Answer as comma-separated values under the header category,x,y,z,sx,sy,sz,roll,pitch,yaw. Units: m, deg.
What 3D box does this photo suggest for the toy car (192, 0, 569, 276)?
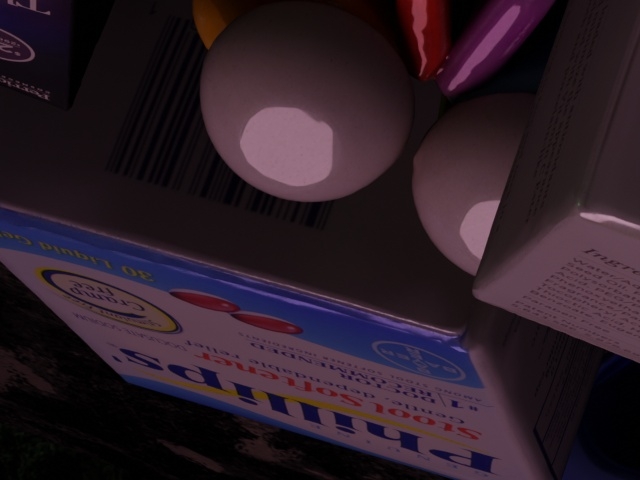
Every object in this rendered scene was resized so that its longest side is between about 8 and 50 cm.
category,x,y,z,sx,sy,sz,roll,pitch,yaw
toy car,0.051,-0.085,0.693,0.182,0.159,0.136,22,128,-6

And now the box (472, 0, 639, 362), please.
category,x,y,z,sx,sy,sz,roll,pitch,yaw
box,0.165,-0.043,0.568,0.182,0.181,0.119,22,165,-4

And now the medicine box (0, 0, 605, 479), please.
category,x,y,z,sx,sy,sz,roll,pitch,yaw
medicine box,0.000,0.000,0.977,0.264,0.149,0.289,15,163,19

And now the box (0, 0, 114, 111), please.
category,x,y,z,sx,sy,sz,roll,pitch,yaw
box,-0.203,-0.164,0.772,0.261,0.103,0.184,21,167,-2

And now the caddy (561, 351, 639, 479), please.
category,x,y,z,sx,sy,sz,roll,pitch,yaw
caddy,0.279,0.174,1.057,0.341,0.241,0.179,14,170,19
